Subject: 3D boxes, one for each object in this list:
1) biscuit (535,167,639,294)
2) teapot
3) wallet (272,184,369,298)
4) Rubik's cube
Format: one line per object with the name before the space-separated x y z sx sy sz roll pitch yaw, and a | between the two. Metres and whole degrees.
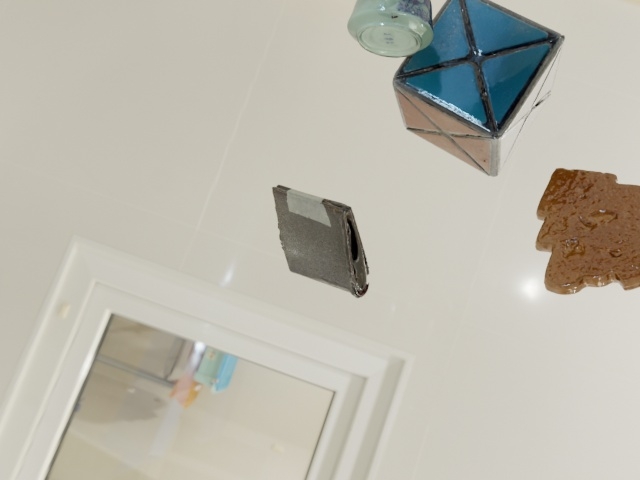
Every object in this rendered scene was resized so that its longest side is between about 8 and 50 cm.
biscuit | 0.514 -0.031 1.214 0.043 0.284 0.306 57 12 -44
teapot | 0.137 -0.428 1.206 0.232 0.159 0.159 41 68 -71
wallet | 0.000 0.000 1.519 0.071 0.221 0.262 -43 136 -31
Rubik's cube | 0.327 -0.327 1.376 0.260 0.259 0.255 -57 163 -5
